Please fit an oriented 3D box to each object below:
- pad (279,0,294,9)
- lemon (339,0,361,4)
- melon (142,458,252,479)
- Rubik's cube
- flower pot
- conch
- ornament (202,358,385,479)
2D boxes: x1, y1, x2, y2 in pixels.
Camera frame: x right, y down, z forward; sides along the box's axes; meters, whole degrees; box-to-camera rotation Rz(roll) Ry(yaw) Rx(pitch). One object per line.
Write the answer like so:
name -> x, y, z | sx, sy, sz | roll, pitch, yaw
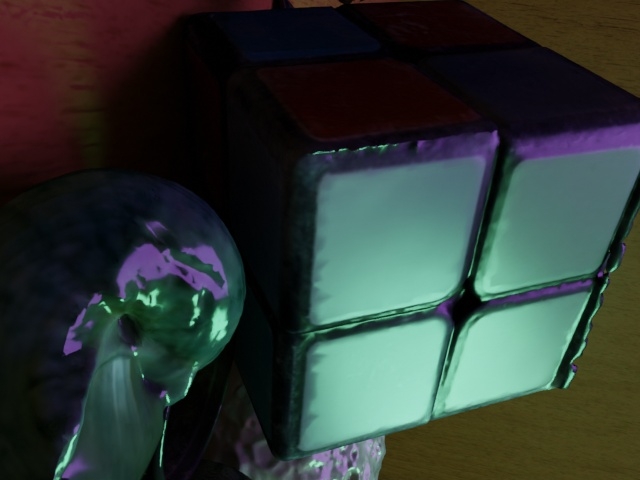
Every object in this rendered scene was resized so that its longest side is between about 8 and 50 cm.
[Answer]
pad -> -0.017, -0.227, 0.958 | 0.174, 0.022, 0.232 | -36, 113, -79
lemon -> 0.032, -0.368, 0.614 | 0.253, 0.254, 0.310 | -70, 168, -47
melon -> -0.142, 0.321, 0.543 | 0.287, 0.182, 0.182 | -56, 159, -33
Rubik's cube -> 0.058, -0.031, 0.633 | 0.318, 0.314, 0.316 | -124, -149, -50
flower pot -> -0.144, 0.113, 0.540 | 0.157, 0.107, 0.157 | 14, 90, -82
conch -> -0.133, 0.051, 0.404 | 0.202, 0.134, 0.196 | -29, 134, -61
ornament -> -0.060, 0.228, 0.766 | 0.225, 0.259, 0.259 | -31, 146, -24
